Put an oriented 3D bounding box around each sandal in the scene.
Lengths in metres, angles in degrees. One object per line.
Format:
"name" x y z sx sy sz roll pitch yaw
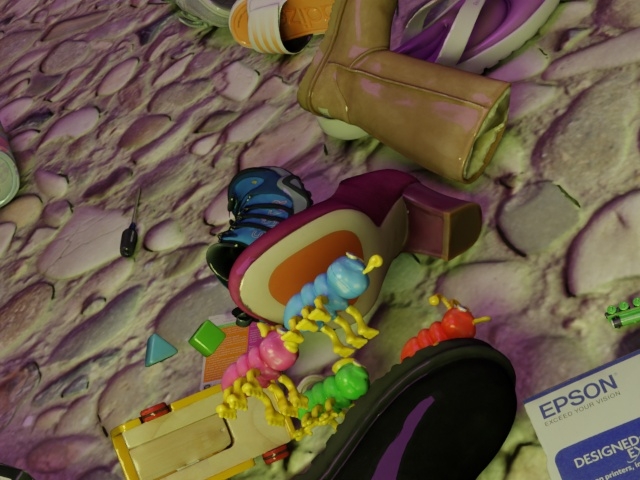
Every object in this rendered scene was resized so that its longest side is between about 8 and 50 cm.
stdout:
"sandal" -0.041 -0.344 1.610 0.265 0.102 0.076 -4 43 30
"sandal" 0.166 -0.284 1.394 0.416 0.102 0.169 -38 38 -7

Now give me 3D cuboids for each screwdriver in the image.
"screwdriver" -0.270 -0.031 1.498 0.025 0.024 0.170 5 36 0

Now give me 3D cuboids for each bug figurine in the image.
"bug figurine" 0.024 0.101 0.935 0.216 0.279 0.072 -38 55 20

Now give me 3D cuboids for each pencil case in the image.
"pencil case" -0.604 -0.152 1.786 0.124 0.113 0.273 -16 33 -15

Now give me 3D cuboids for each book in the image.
"book" -0.086 0.139 1.162 0.096 0.035 0.144 -15 41 17

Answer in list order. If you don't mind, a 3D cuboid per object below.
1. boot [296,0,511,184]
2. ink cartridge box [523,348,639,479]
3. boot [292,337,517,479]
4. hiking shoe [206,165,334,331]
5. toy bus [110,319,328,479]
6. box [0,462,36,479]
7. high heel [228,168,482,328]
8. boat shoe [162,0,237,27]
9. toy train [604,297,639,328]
"boot" 0.124 -0.218 1.285 0.269 0.089 0.236 26 95 35
"ink cartridge box" 0.342 0.190 0.774 0.304 0.072 0.307 -25 36 11
"boot" 0.092 0.258 0.820 0.348 0.131 0.260 -46 36 -8
"hiking shoe" -0.074 -0.006 1.209 0.132 0.113 0.304 2 28 -23
"toy bus" -0.113 0.198 1.049 0.191 0.202 0.104 -68 13 -21
"box" -0.354 0.301 1.047 0.261 0.184 0.103 3 51 38
"high heel" 0.000 0.000 1.076 0.181 0.127 0.377 16 17 37
"boat shoe" -0.221 -0.439 1.854 0.118 0.103 0.320 2 27 -32
"toy train" 0.312 0.064 0.973 0.083 0.017 0.023 -20 49 16
